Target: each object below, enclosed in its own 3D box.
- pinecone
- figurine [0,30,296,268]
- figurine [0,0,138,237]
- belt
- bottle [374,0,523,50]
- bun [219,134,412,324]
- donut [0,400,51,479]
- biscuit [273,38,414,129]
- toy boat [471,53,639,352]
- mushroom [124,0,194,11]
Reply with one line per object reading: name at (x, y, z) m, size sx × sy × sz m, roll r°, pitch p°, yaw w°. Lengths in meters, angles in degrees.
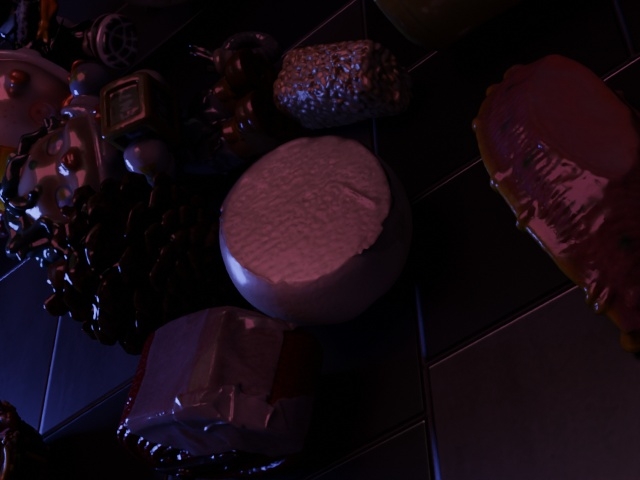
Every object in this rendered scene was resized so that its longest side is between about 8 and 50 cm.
pinecone at (-0.187, 0.017, 1.189) m, size 0.205 × 0.179 × 0.184 m, roll 22°, pitch 108°, yaw 29°
figurine at (-0.217, -0.088, 1.351) m, size 0.382 × 0.186 × 0.261 m, roll -25°, pitch 53°, yaw 28°
figurine at (-0.404, -0.174, 1.618) m, size 0.196 × 0.320 × 0.323 m, roll 104°, pitch -179°, yaw -75°
belt at (-0.088, 0.143, 1.013) m, size 0.201 × 0.128 × 0.124 m, roll -21°, pitch 45°, yaw 44°
bottle at (0.206, -0.324, 1.057) m, size 0.351 × 0.171 × 0.171 m, roll -28°, pitch 40°, yaw 30°
bun at (0.000, 0.000, 1.046) m, size 0.173 × 0.120 × 0.172 m, roll -9°, pitch 56°, yaw 14°
donut at (-0.375, 0.284, 1.275) m, size 0.235 × 0.089 × 0.235 m, roll -33°, pitch 38°, yaw 30°
biscuit at (0.019, -0.158, 1.205) m, size 0.168 × 0.082 × 0.070 m, roll 3°, pitch 64°, yaw 52°
toy boat at (0.192, -0.061, 0.894) m, size 0.141 × 0.099 × 0.318 m, roll -5°, pitch 41°, yaw -4°
mushroom at (-0.230, -0.429, 1.666) m, size 0.290 × 0.293 × 0.292 m, roll 119°, pitch 170°, yaw -61°
